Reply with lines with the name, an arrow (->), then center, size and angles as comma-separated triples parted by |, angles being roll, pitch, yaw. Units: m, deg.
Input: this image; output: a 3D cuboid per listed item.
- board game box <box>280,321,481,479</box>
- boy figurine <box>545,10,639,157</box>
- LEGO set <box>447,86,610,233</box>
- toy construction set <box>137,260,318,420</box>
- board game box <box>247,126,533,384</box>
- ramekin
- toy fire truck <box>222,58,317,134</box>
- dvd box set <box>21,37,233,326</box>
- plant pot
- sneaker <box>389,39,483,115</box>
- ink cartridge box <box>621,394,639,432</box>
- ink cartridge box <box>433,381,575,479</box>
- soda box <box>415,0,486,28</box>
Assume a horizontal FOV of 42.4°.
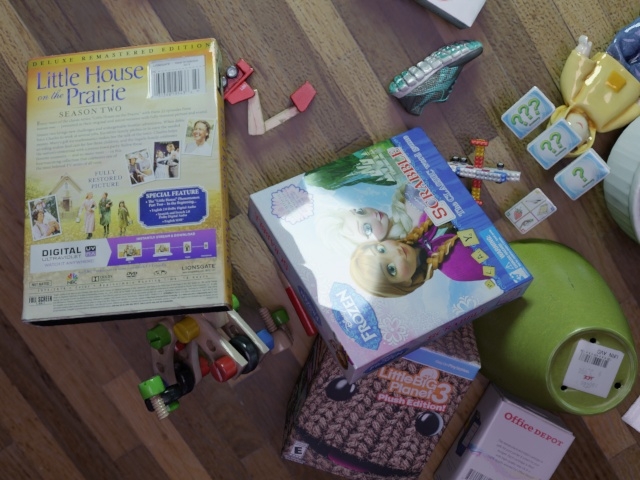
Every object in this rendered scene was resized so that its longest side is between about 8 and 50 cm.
board game box -> 0.092, 0.241, 1.355 | 0.231, 0.141, 0.291 | 18, 117, -6
boy figurine -> 0.464, -0.253, 1.344 | 0.285, 0.092, 0.177 | -45, 109, 3
LEGO set -> 0.313, -0.101, 1.342 | 0.182, 0.060, 0.244 | 48, 124, 0
toy construction set -> -0.186, 0.110, 1.334 | 0.308, 0.257, 0.237 | -25, 89, -19
board game box -> 0.101, 0.009, 1.252 | 0.317, 0.066, 0.319 | -25, 65, -20
ramekin -> 0.601, -0.095, 1.337 | 0.277, 0.135, 0.277 | -4, 111, -10
toy fire truck -> -0.115, -0.219, 1.342 | 0.192, 0.047, 0.135 | -43, 99, 5
dvd box set -> -0.294, -0.090, 1.250 | 0.307, 0.062, 0.421 | -6, 76, 4
plant pot -> 0.377, 0.158, 1.315 | 0.274, 0.293, 0.275 | 0, 101, -3
sneaker -> 0.196, -0.265, 1.351 | 0.166, 0.065, 0.076 | -31, 117, 6
ink cartridge box -> 0.691, 0.322, 1.498 | 0.224, 0.056, 0.181 | 37, 97, 10
ink cartridge box -> 0.323, 0.383, 1.458 | 0.154, 0.093, 0.213 | 27, 100, -8
soda box -> 0.161, -0.422, 1.307 | 0.216, 0.069, 0.074 | 29, 98, -8
